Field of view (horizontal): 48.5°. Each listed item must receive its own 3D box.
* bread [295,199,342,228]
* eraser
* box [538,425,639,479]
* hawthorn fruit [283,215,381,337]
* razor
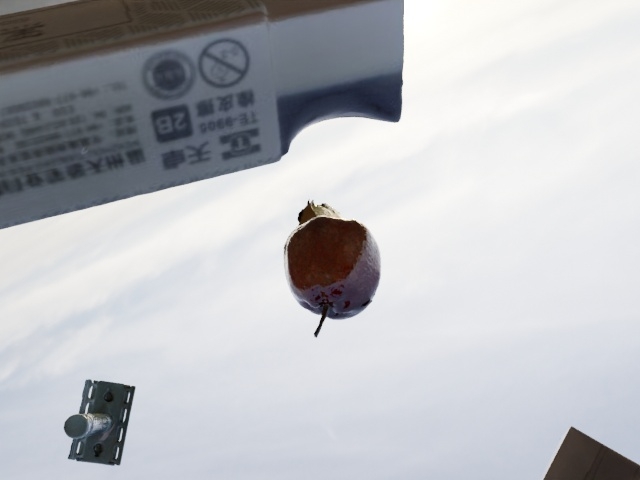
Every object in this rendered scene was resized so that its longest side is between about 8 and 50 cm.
[{"bbox_3d":[0.000,0.000,1.602,0.169,0.160,0.140,-36,149,29],"label":"bread"},{"bbox_3d":[-0.151,-0.080,0.416,0.404,0.098,0.096,-16,-140,-15],"label":"eraser"},{"bbox_3d":[0.483,0.497,1.275,0.203,0.106,0.251,29,-109,20],"label":"box"},{"bbox_3d":[0.014,0.056,1.077,0.157,0.157,0.193,-14,-127,35],"label":"hawthorn fruit"},{"bbox_3d":[-0.269,0.213,0.832,0.068,0.106,0.232,9,164,-7],"label":"razor"}]
